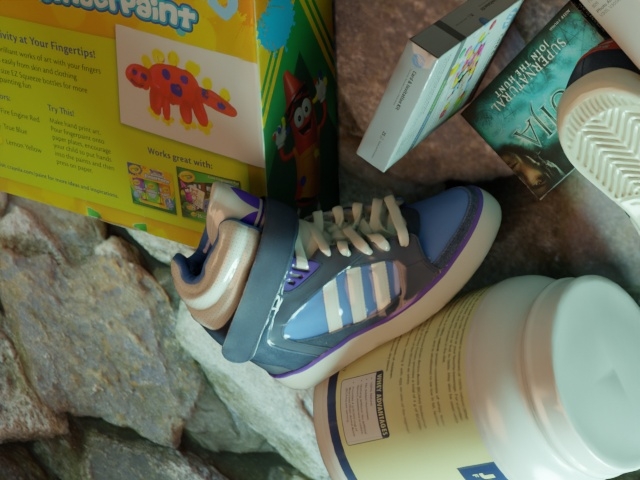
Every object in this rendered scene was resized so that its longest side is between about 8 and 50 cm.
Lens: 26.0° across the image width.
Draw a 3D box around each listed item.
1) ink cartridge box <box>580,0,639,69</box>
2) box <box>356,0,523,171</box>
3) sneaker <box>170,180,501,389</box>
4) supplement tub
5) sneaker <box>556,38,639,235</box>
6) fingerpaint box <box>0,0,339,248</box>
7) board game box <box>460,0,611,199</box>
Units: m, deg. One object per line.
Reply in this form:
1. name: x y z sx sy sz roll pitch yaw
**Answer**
1. ink cartridge box: 0.334 -0.192 1.202 0.212 0.154 0.093 49 133 4
2. box: 0.119 -0.164 1.361 0.038 0.186 0.145 36 131 12
3. sneaker: 0.000 0.000 1.439 0.322 0.130 0.236 -38 119 17
4. supplement tub: 0.177 0.170 1.477 0.324 0.235 0.235 -20 102 43
5. sneaker: 0.346 -0.046 1.291 0.131 0.148 0.350 -25 116 27
6. fingerpaint box: -0.205 -0.209 1.599 0.444 0.163 0.371 14 124 29
7. board game box: 0.240 -0.140 1.394 0.126 0.026 0.186 48 134 5
